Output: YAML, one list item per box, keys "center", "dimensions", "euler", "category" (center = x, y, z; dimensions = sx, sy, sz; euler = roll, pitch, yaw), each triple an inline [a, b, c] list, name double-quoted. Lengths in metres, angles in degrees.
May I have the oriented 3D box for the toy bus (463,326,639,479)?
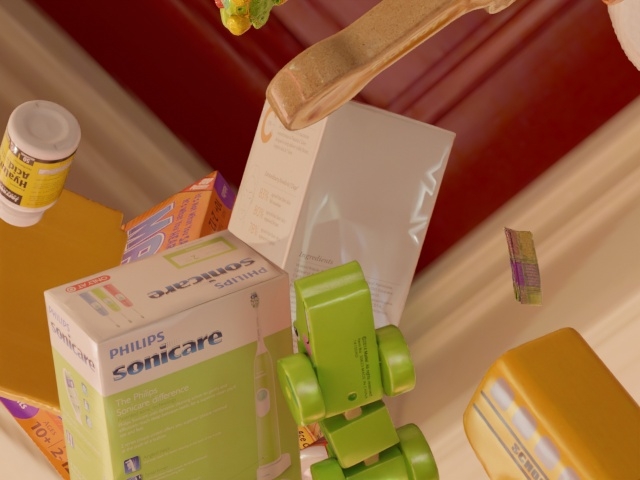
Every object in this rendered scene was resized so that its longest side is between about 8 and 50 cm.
- center: [0.262, 0.243, 1.407]
  dimensions: [0.108, 0.130, 0.332]
  euler: [-17, -123, -34]
  category: "toy bus"

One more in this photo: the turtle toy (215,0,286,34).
- center: [-0.086, -0.288, 1.922]
  dimensions: [0.066, 0.130, 0.095]
  euler: [39, -121, 18]
  category: "turtle toy"

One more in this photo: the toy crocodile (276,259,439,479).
- center: [0.029, 0.159, 1.540]
  dimensions: [0.105, 0.115, 0.340]
  euler: [-125, 17, -52]
  category: "toy crocodile"

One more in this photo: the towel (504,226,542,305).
- center: [0.212, 0.027, 1.726]
  dimensions: [0.060, 0.009, 0.083]
  euler: [6, -108, -57]
  category: "towel"

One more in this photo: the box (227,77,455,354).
- center: [0.000, 0.000, 1.986]
  dimensions: [0.168, 0.345, 0.215]
  euler: [14, -174, -23]
  category: "box"

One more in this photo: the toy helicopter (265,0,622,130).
- center: [0.110, -0.197, 1.205]
  dimensions: [0.140, 0.355, 0.235]
  euler: [54, -179, 7]
  category: "toy helicopter"

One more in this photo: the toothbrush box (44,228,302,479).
- center: [-0.138, 0.161, 1.614]
  dimensions: [0.206, 0.283, 0.122]
  euler: [-20, -146, -27]
  category: "toothbrush box"

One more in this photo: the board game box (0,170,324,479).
- center: [-0.220, 0.182, 2.496]
  dimensions: [0.356, 0.356, 0.356]
  euler: [54, -163, -19]
  category: "board game box"

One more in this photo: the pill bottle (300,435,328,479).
- center: [0.035, 0.293, 2.045]
  dimensions: [0.121, 0.121, 0.216]
  euler: [53, -160, 8]
  category: "pill bottle"

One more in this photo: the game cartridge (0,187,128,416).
- center: [-0.425, 0.042, 2.098]
  dimensions: [0.324, 0.053, 0.285]
  euler: [23, -113, -21]
  category: "game cartridge"

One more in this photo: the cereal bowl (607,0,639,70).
- center: [0.486, -0.241, 1.770]
  dimensions: [0.339, 0.339, 0.141]
  euler: [-2, -104, -59]
  category: "cereal bowl"

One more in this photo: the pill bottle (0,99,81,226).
- center: [-0.258, -0.066, 1.479]
  dimensions: [0.065, 0.116, 0.065]
  euler: [12, -131, -15]
  category: "pill bottle"
